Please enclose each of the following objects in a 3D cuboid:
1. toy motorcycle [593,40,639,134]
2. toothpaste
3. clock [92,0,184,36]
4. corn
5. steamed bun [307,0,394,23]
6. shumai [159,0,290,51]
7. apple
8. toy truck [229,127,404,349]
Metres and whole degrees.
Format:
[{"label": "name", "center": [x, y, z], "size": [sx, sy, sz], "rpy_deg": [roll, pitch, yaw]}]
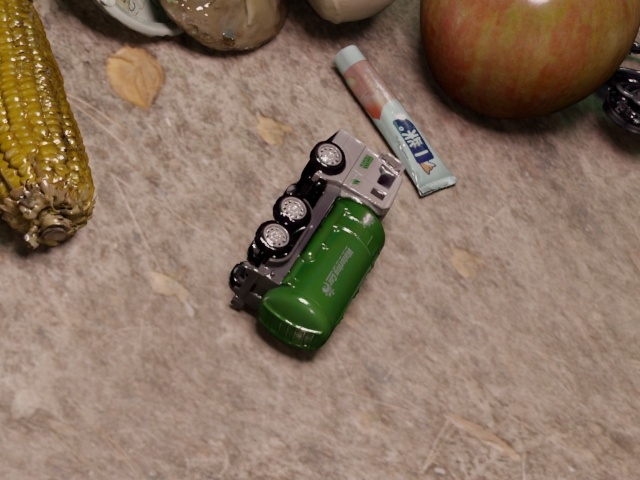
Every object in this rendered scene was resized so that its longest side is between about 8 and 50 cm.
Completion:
[{"label": "toy motorcycle", "center": [0.501, -0.162, 1.964], "size": [0.358, 0.125, 0.212], "rpy_deg": [19, 41, -9]}, {"label": "toothpaste", "center": [0.083, -0.140, 1.839], "size": [0.056, 0.036, 0.205], "rpy_deg": [-21, 68, -32]}, {"label": "clock", "center": [-0.221, -0.342, 1.824], "size": [0.236, 0.053, 0.236], "rpy_deg": [22, 61, -46]}, {"label": "corn", "center": [-0.309, -0.134, 1.636], "size": [0.115, 0.115, 0.318], "rpy_deg": [-6, 56, -25]}, {"label": "steamed bun", "center": [0.024, -0.400, 1.849], "size": [0.177, 0.283, 0.283], "rpy_deg": [-29, 64, -2]}, {"label": "shumai", "center": [-0.095, -0.323, 1.820], "size": [0.201, 0.120, 0.201], "rpy_deg": [18, 61, -35]}, {"label": "apple", "center": [0.239, -0.259, 1.851], "size": [0.257, 0.234, 0.257], "rpy_deg": [9, 39, -7]}, {"label": "toy truck", "center": [0.000, 0.000, 1.655], "size": [0.125, 0.101, 0.242], "rpy_deg": [32, 52, -1]}]
